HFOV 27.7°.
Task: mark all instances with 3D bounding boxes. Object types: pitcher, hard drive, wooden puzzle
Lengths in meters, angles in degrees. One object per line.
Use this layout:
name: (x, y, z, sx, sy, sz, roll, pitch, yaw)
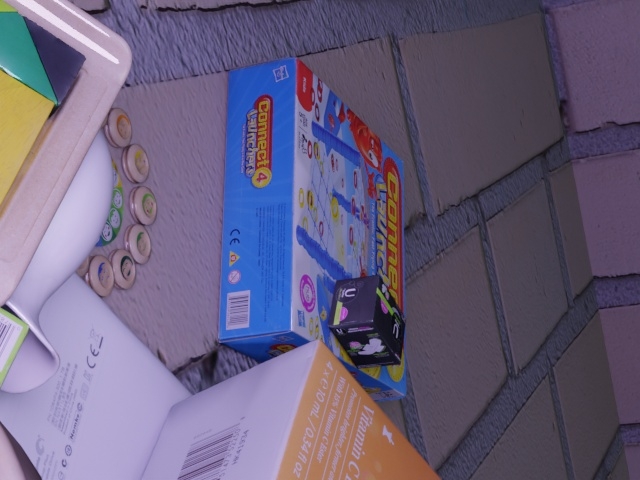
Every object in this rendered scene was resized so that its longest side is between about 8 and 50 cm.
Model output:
pitcher: (-0.238, -0.021, 0.896, 0.178, 0.125, 0.207, 30, 44, -22)
hard drive: (-0.177, 0.173, 1.046, 0.318, 0.040, 0.210, 55, 34, -45)
wooden puzzle: (-0.249, -0.101, 0.825, 0.221, 0.044, 0.238, 33, 52, -17)

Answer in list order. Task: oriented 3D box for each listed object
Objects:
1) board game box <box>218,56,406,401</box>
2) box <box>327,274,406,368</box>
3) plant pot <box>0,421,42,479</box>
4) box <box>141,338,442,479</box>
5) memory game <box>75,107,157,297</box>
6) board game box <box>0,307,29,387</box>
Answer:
board game box: (0.000, 0.000, 1.447, 0.302, 0.086, 0.308, 35, 50, -58)
box: (0.050, 0.085, 1.356, 0.083, 0.052, 0.062, 58, 33, -45)
plant pot: (-0.240, 0.223, 0.613, 0.280, 0.323, 0.323, 70, 21, -61)
box: (0.016, 0.290, 1.054, 0.345, 0.168, 0.215, 50, 31, -22)
memory game: (-0.192, -0.044, 1.122, 0.186, 0.012, 0.186, -8, 90, -66)
board game box: (-0.297, 0.031, 0.712, 0.259, 0.039, 0.124, 36, 43, -20)
